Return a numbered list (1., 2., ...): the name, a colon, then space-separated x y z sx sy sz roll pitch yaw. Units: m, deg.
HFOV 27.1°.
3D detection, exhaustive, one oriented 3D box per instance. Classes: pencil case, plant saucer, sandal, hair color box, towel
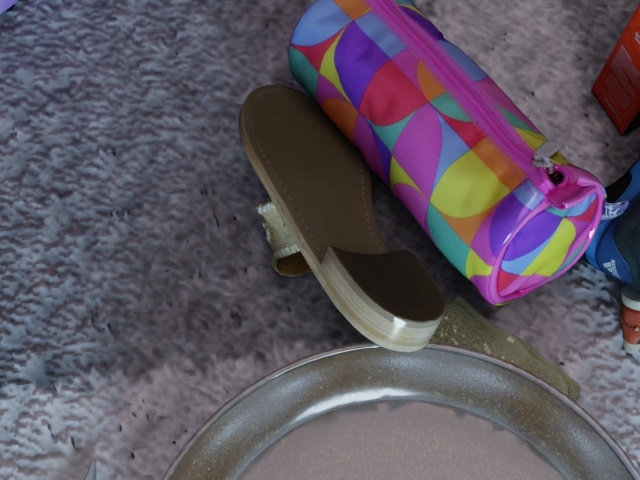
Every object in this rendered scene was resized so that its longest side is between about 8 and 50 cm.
1. pencil case: 0.077 -0.068 0.817 0.104 0.104 0.236 -33 57 -13
2. plant saucer: 0.046 0.213 0.750 0.311 0.050 0.310 -1 76 5
3. sandal: -0.006 -0.001 0.827 0.088 0.079 0.240 5 36 -31
4. hair color box: 0.230 -0.126 0.852 0.072 0.141 0.043 -26 74 -11
5. towel: 0.082 0.117 0.818 0.110 0.027 0.148 33 72 10

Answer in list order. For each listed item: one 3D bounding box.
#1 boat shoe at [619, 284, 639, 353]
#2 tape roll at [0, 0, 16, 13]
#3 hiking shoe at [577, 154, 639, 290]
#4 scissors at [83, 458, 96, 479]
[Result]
1. boat shoe: 0.256 0.040 0.848 0.137 0.049 0.043 -11 114 -9
2. tape roll: -0.219 -0.256 0.806 0.090 0.275 0.275 35 72 11
3. hiking shoe: 0.276 -0.074 0.852 0.132 0.113 0.304 20 48 41
4. scissors: -0.171 0.261 0.728 0.109 0.021 0.297 16 65 -36
